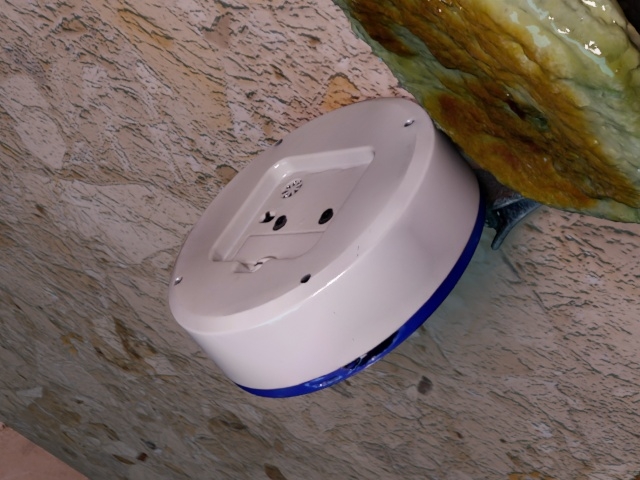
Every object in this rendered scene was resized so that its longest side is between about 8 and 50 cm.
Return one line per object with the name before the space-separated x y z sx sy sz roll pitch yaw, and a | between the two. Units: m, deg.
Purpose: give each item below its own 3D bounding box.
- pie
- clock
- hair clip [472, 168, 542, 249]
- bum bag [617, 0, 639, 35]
pie | 0.098 -0.110 0.718 0.302 0.067 0.302 38 173 5
clock | 0.000 0.000 0.899 0.230 0.230 0.083 -4 136 50
hair clip | 0.180 -0.037 0.861 0.070 0.039 0.230 45 150 -22
bum bag | 0.163 -0.159 0.637 0.102 0.069 0.248 8 150 11
